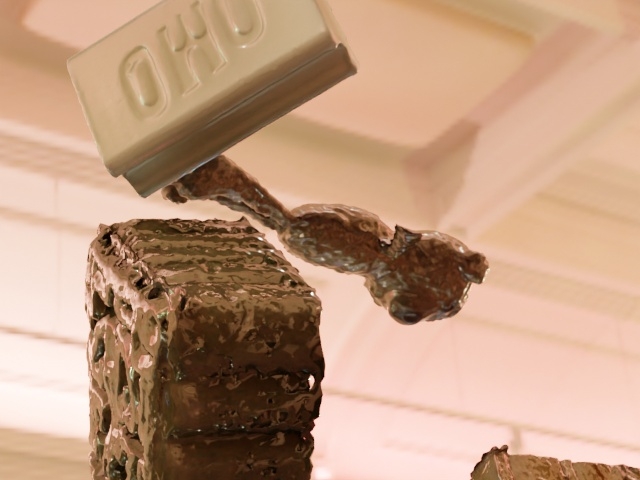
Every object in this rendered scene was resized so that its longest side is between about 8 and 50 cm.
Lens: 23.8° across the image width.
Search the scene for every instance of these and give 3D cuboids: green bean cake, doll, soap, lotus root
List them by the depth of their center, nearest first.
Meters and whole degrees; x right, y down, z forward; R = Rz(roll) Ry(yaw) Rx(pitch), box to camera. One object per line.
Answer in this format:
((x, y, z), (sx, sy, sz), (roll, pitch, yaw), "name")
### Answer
((0.162, 0.210, 0.985), (0.143, 0.144, 0.070), (18, -51, -23), "lotus root")
((-0.092, 0.121, 1.086), (0.132, 0.241, 0.255), (0, -72, -22), "green bean cake")
((-0.083, -0.133, 1.156), (0.198, 0.119, 0.066), (-30, -28, 10), "soap")
((0.012, -0.004, 1.285), (0.202, 0.091, 0.286), (-7, -29, 30), "doll")
